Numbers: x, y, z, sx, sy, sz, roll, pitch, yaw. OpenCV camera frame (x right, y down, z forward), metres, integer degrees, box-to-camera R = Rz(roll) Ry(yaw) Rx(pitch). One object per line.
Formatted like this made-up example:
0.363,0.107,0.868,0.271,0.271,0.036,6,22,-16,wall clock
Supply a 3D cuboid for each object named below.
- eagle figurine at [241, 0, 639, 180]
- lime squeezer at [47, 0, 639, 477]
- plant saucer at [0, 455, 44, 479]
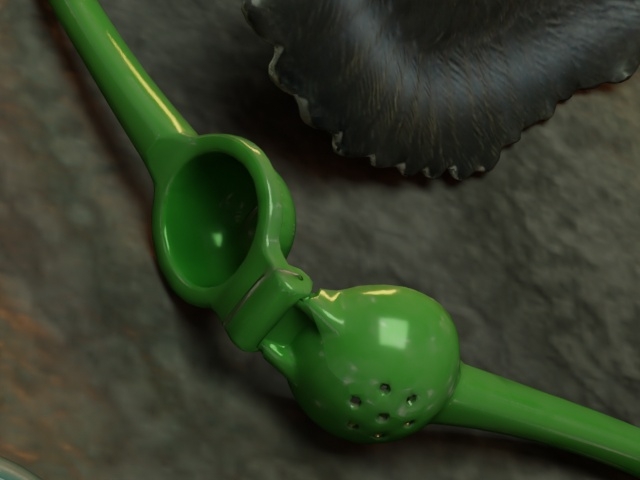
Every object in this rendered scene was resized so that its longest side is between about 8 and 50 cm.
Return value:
0.084,-0.166,0.757,0.298,0.225,0.226,-18,20,-9,eagle figurine
0.000,0.000,0.635,0.310,0.059,0.110,39,46,1,lime squeezer
-0.101,0.101,0.518,0.119,0.021,0.119,17,49,-21,plant saucer
